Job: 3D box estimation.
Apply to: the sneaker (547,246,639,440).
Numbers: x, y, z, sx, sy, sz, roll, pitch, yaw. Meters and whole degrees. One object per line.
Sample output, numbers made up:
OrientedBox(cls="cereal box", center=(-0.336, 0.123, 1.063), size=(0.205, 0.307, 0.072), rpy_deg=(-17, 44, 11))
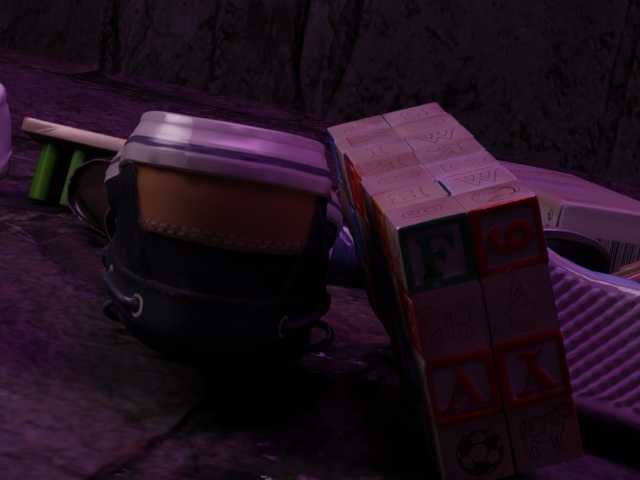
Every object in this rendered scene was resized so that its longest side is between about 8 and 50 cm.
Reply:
OrientedBox(cls="sneaker", center=(0.204, 0.086, 1.351), size=(0.366, 0.135, 0.150), rpy_deg=(23, -5, 43))

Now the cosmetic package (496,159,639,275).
OrientedBox(cls="cosmetic package", center=(0.267, -0.008, 2.027), size=(0.160, 0.113, 0.309), rpy_deg=(8, 10, -19))

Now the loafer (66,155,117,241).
OrientedBox(cls="loafer", center=(-0.172, -0.031, 1.680), size=(0.078, 0.080, 0.220), rpy_deg=(4, 12, -45))

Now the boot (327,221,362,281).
OrientedBox(cls="boot", center=(0.000, 0.000, 1.802), size=(0.086, 0.069, 0.190), rpy_deg=(16, 14, -22))

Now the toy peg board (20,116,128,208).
OrientedBox(cls="toy peg board", center=(-0.222, -0.058, 1.887), size=(0.161, 0.079, 0.160), rpy_deg=(14, -7, 10))

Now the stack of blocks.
OrientedBox(cls="stack of blocks", center=(0.082, 0.024, 1.204), size=(0.087, 0.171, 0.297), rpy_deg=(-14, 17, -4))

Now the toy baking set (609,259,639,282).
OrientedBox(cls="toy baking set", center=(0.362, 0.021, 1.702), size=(0.196, 0.030, 0.256), rpy_deg=(-22, 1, -42))

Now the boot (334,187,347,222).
OrientedBox(cls="boot", center=(0.055, -0.036, 2.170), size=(0.114, 0.037, 0.106), rpy_deg=(15, 21, 42))

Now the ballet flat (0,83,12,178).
OrientedBox(cls="ballet flat", center=(-0.450, -0.119, 1.724), size=(0.139, 0.139, 0.400), rpy_deg=(17, 10, 34))

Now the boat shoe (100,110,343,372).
OrientedBox(cls="boat shoe", center=(-0.075, 0.013, 1.309), size=(0.186, 0.156, 0.500), rpy_deg=(8, -3, -3))

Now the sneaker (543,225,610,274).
OrientedBox(cls="sneaker", center=(0.200, 0.042, 1.749), size=(0.222, 0.083, 0.118), rpy_deg=(-3, 18, -22))
